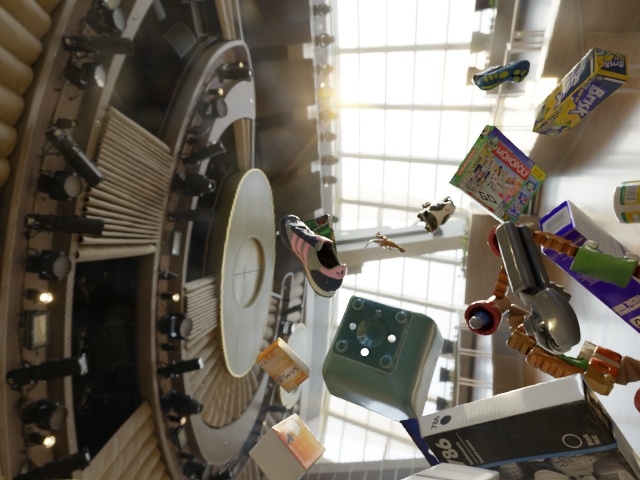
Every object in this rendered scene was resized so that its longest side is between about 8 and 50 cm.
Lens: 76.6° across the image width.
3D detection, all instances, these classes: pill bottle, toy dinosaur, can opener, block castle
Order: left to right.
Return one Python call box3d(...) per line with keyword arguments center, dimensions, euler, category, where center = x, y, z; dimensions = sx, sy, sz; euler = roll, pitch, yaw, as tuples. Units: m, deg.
box3d(center=(0.254, 0.006, 1.659), dimensions=(0.112, 0.211, 0.064), euler=(43, 119, 62), category="toy dinosaur")
box3d(center=(0.414, 0.072, 0.763), dimensions=(0.095, 0.075, 0.284), euler=(121, 156, -50), category="can opener")
box3d(center=(0.574, 0.159, 0.895), dimensions=(0.212, 0.453, 0.303), euler=(-15, -58, -47), category="block castle")
box3d(center=(0.881, -0.103, 1.027), dimensions=(0.117, 0.208, 0.118), euler=(1, -92, -38), category="pill bottle")

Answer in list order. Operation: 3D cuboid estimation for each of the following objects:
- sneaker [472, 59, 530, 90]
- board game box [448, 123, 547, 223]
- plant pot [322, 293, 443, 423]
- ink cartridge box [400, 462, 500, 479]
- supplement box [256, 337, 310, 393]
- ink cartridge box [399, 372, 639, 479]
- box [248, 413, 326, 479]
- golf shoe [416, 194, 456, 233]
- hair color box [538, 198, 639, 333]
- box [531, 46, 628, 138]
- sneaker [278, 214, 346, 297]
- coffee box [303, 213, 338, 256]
box3d(center=(0.545, -0.504, 1.220), dimensions=(0.078, 0.188, 0.067), euler=(-115, 10, -47), category="sneaker")
box3d(center=(0.587, -0.202, 1.330), dimensions=(0.214, 0.317, 0.046), euler=(-59, 29, 9), category="board game box")
box3d(center=(0.140, 0.264, 0.973), dimensions=(0.247, 0.247, 0.252), euler=(-65, -28, -24), category="plant pot")
box3d(center=(0.148, 0.373, 0.482), dimensions=(0.217, 0.092, 0.159), euler=(22, -118, -49), category="ink cartridge box")
box3d(center=(-0.077, 0.263, 0.852), dimensions=(0.098, 0.062, 0.036), euler=(46, -171, -8), category="supplement box")
box3d(center=(0.293, 0.338, 0.652), dimensions=(0.165, 0.332, 0.065), euler=(53, -145, -3), category="ink cartridge box")
box3d(center=(-0.079, 0.543, 1.044), dimensions=(0.091, 0.130, 0.170), euler=(-49, -20, 3), category="box")
box3d(center=(0.418, -0.101, 1.408), dimensions=(0.105, 0.120, 0.273), euler=(53, -156, -3), category="golf shoe")
box3d(center=(0.749, 0.063, 1.077), dimensions=(0.110, 0.338, 0.185), euler=(-51, 0, 38), category="hair color box")
box3d(center=(0.444, -0.250, 0.708), dimensions=(0.169, 0.059, 0.054), euler=(105, 177, -72), category="box")
box3d(center=(-0.018, 0.013, 1.237), dimensions=(0.112, 0.319, 0.131), euler=(-11, -36, -40), category="sneaker")
box3d(center=(0.000, 0.000, 1.547), dimensions=(0.040, 0.113, 0.184), euler=(33, -136, -54), category="coffee box")
